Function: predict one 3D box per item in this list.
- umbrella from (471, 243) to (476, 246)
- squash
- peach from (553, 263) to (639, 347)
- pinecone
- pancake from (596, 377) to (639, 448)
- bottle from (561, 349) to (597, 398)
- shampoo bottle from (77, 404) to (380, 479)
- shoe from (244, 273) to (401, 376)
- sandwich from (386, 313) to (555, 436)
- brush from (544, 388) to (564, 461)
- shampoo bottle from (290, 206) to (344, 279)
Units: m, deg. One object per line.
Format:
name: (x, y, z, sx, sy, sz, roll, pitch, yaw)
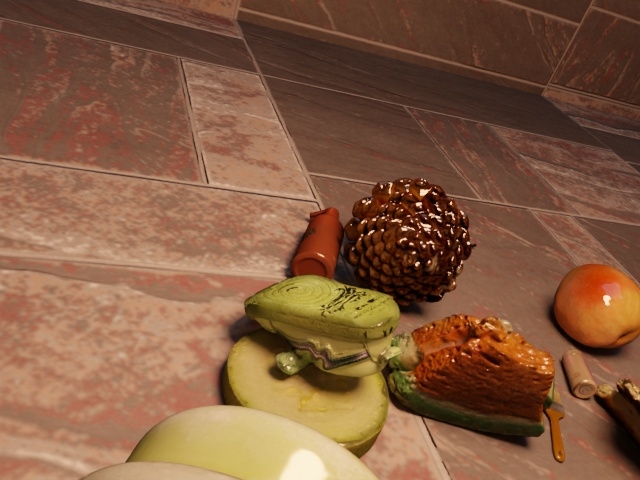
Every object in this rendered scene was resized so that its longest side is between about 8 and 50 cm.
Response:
umbrella: (0.286, -0.034, 1.407, 0.044, 0.044, 0.269, 15, -12, 42)
squash: (-0.020, 0.214, 0.921, 0.252, 0.048, 0.252, 15, 31, -9)
peach: (0.580, 0.138, 1.283, 0.184, 0.184, 0.184, 15, 32, -10)
pinecone: (0.160, -0.007, 1.210, 0.246, 0.246, 0.292, 20, 10, -2)
pancake: (0.550, 0.329, 1.022, 0.212, 0.056, 0.257, 59, 9, 15)
bottle: (0.486, 0.250, 1.171, 0.045, 0.045, 0.096, 18, 30, -5)
shampoo bottle: (-0.086, 0.314, 0.465, 0.323, 0.322, 0.317, 23, 37, 3)
shoe: (-0.005, 0.125, 0.915, 0.262, 0.128, 0.140, 3, 7, 37)
sandwich: (0.255, 0.210, 0.964, 0.292, 0.212, 0.109, 28, 44, -15)
brush: (0.399, 0.310, 1.059, 0.043, 0.014, 0.170, 23, 33, 0)
shampoo bottle: (0.002, 0.000, 1.235, 0.085, 0.085, 0.244, 20, 29, -2)
